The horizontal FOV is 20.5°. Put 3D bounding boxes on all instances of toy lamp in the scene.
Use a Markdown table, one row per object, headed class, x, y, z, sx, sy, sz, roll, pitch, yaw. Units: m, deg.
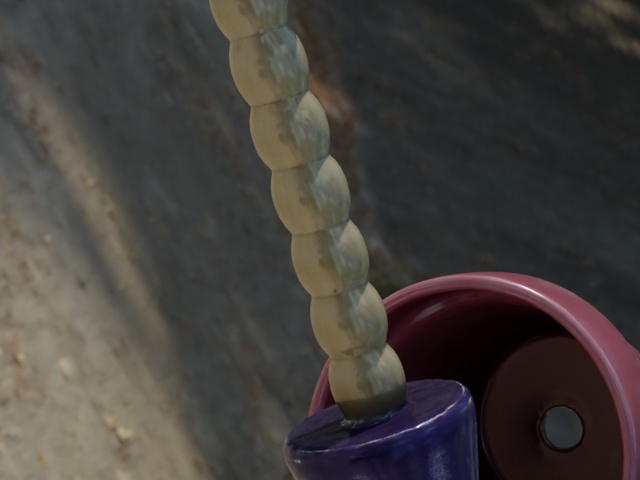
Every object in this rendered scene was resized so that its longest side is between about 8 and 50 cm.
| class | x | y | z | sx | sy | sz | roll | pitch | yaw |
| --- | --- | --- | --- | --- | --- | --- | --- | --- | --- |
| toy lamp | 0.000 | 0.000 | 0.672 | 0.080 | 0.080 | 0.274 | -57 | 130 | -78 |

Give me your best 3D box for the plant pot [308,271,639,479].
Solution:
| class | x | y | z | sx | sy | sz | roll | pitch | yaw |
| --- | --- | --- | --- | --- | --- | --- | --- | --- | --- |
| plant pot | 0.120 | 0.116 | 1.054 | 0.180 | 0.201 | 0.201 | -2 | 62 | -62 |
